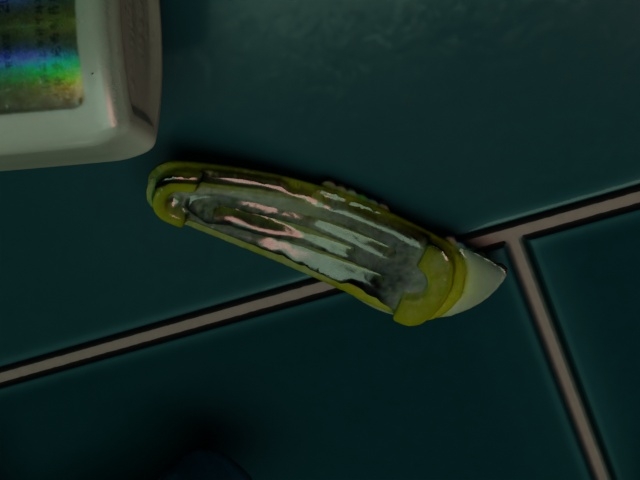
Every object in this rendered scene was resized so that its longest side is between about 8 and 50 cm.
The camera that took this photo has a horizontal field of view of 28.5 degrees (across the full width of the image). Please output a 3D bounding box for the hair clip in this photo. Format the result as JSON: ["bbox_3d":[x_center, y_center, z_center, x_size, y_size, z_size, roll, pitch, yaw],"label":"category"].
[{"bbox_3d":[0.000,0.000,0.654,0.188,0.033,0.060,20,123,-7],"label":"hair clip"}]

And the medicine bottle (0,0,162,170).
[{"bbox_3d":[-0.192,-0.091,0.585,0.229,0.083,0.121,-4,84,11],"label":"medicine bottle"}]

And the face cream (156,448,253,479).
[{"bbox_3d":[-0.151,0.246,0.755,0.336,0.163,0.080,-48,70,27],"label":"face cream"}]
